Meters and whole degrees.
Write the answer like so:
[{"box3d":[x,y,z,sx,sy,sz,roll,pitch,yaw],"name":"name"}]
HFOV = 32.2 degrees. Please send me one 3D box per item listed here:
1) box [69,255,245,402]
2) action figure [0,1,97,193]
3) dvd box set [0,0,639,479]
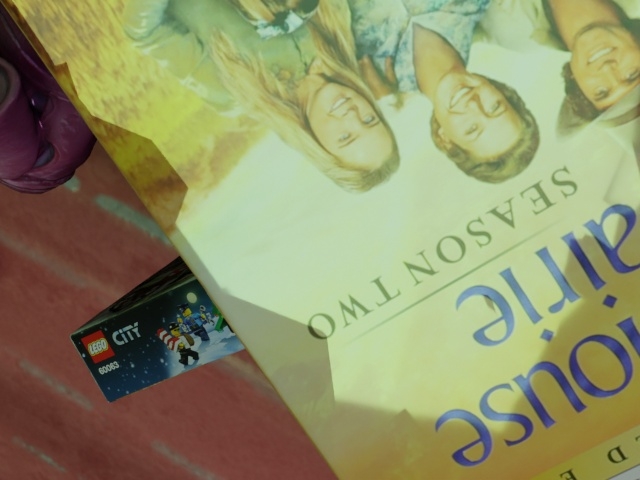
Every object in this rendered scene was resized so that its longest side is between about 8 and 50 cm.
[{"box3d":[0.000,0.000,0.587,0.233,0.159,0.044,-24,99,30],"name":"box"},{"box3d":[-0.117,-0.133,0.608,0.275,0.248,0.370,33,122,-20],"name":"action figure"},{"box3d":[0.054,-0.098,0.402,0.307,0.062,0.420,-31,98,18],"name":"dvd box set"}]
